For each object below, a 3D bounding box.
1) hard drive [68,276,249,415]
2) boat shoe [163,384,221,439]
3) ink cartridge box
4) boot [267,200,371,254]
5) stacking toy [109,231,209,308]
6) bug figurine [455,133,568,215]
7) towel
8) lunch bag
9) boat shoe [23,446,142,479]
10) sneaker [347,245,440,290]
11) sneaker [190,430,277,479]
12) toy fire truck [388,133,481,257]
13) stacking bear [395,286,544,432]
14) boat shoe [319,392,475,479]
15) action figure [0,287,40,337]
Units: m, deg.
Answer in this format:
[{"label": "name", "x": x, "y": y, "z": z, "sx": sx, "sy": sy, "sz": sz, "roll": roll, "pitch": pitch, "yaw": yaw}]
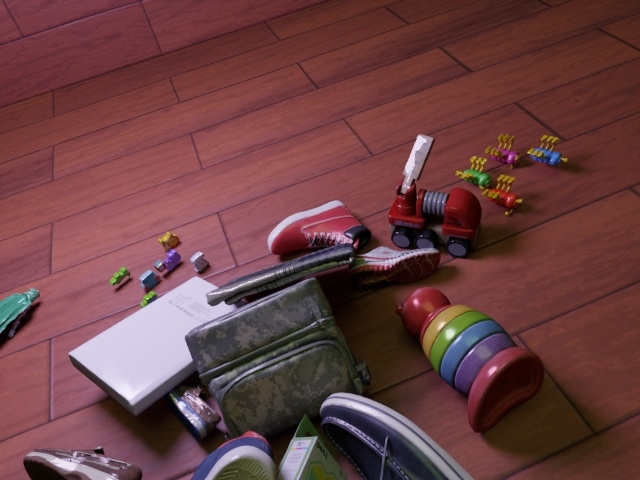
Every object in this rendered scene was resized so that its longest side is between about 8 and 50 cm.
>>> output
[{"label": "hard drive", "x": -0.341, "y": 0.218, "z": 1.255, "sx": 0.233, "sy": 0.047, "sz": 0.353, "roll": 22, "pitch": 39, "yaw": 32}, {"label": "boat shoe", "x": -0.273, "y": 0.342, "z": 1.166, "sx": 0.066, "sy": 0.066, "sz": 0.183, "roll": -25, "pitch": 42, "yaw": -33}, {"label": "ink cartridge box", "x": -0.017, "y": 0.412, "z": 0.952, "sx": 0.062, "sy": 0.109, "sz": 0.209, "roll": -20, "pitch": 23, "yaw": 34}, {"label": "boot", "x": 0.000, "y": 0.000, "z": 1.428, "sx": 0.244, "sy": 0.088, "sz": 0.176, "roll": -26, "pitch": 46, "yaw": -17}, {"label": "stacking toy", "x": -0.426, "y": 0.081, "z": 1.482, "sx": 0.167, "sy": 0.052, "sz": 0.221, "roll": 27, "pitch": 58, "yaw": 37}, {"label": "bug figurine", "x": 0.507, "y": -0.187, "z": 1.496, "sx": 0.279, "sy": 0.072, "sz": 0.216, "roll": -39, "pitch": 42, "yaw": -18}, {"label": "towel", "x": -0.073, "y": 0.079, "z": 1.239, "sx": 0.324, "sy": 0.056, "sz": 0.312, "roll": -17, "pitch": 2, "yaw": 3}, {"label": "lunch bag", "x": -0.082, "y": 0.242, "z": 1.107, "sx": 0.305, "sy": 0.212, "sz": 0.256, "roll": -23, "pitch": 84, "yaw": -8}, {"label": "boat shoe", "x": -0.460, "y": 0.452, "z": 1.091, "sx": 0.258, "sy": 0.095, "sz": 0.095, "roll": 8, "pitch": 24, "yaw": 23}, {"label": "sneaker", "x": 0.173, "y": 0.047, "z": 1.330, "sx": 0.225, "sy": 0.088, "sz": 0.092, "roll": -9, "pitch": 42, "yaw": 5}, {"label": "sneaker", "x": -0.198, "y": 0.459, "z": 0.911, "sx": 0.350, "sy": 0.131, "sz": 0.148, "roll": -45, "pitch": 5, "yaw": 3}, {"label": "toy fire truck", "x": 0.277, "y": -0.109, "z": 1.347, "sx": 0.217, "sy": 0.246, "sz": 0.158, "roll": 10, "pitch": 49, "yaw": 24}, {"label": "stacking bear", "x": 0.271, "y": 0.200, "z": 1.107, "sx": 0.175, "sy": 0.164, "sz": 0.289, "roll": -29, "pitch": 41, "yaw": -16}, {"label": "boat shoe", "x": 0.156, "y": 0.431, "z": 0.875, "sx": 0.156, "sy": 0.186, "sz": 0.500, "roll": -32, "pitch": 51, "yaw": -26}, {"label": "action figure", "x": -0.826, "y": 0.210, "z": 1.437, "sx": 0.137, "sy": 0.063, "sz": 0.232, "roll": 23, "pitch": 58, "yaw": 35}]
